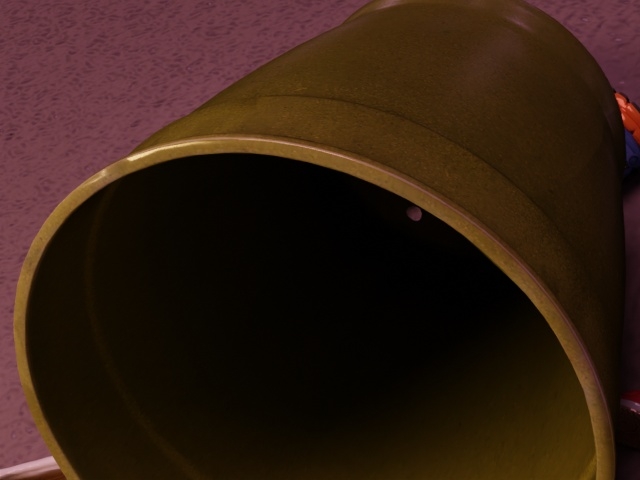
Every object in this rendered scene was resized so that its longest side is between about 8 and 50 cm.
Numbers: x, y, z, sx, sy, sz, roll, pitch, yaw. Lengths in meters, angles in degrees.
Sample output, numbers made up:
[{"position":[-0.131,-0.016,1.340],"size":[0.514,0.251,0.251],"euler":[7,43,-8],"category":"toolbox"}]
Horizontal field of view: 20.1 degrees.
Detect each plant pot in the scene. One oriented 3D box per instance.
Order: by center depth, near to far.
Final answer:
[{"position":[0.048,0.008,1.172],"size":[0.366,0.366,0.353],"euler":[-5,30,27],"category":"plant pot"}]

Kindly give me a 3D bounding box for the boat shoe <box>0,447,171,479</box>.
[{"position":[-0.263,0.200,1.254],"size":[0.367,0.156,0.136],"euler":[-11,39,20],"category":"boat shoe"}]

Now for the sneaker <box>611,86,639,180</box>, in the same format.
[{"position":[0.157,-0.089,1.413],"size":[0.087,0.083,0.221],"euler":[-47,38,-17],"category":"sneaker"}]

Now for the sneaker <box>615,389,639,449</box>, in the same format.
[{"position":[0.232,0.100,1.165],"size":[0.118,0.042,0.067],"euler":[8,52,28],"category":"sneaker"}]
